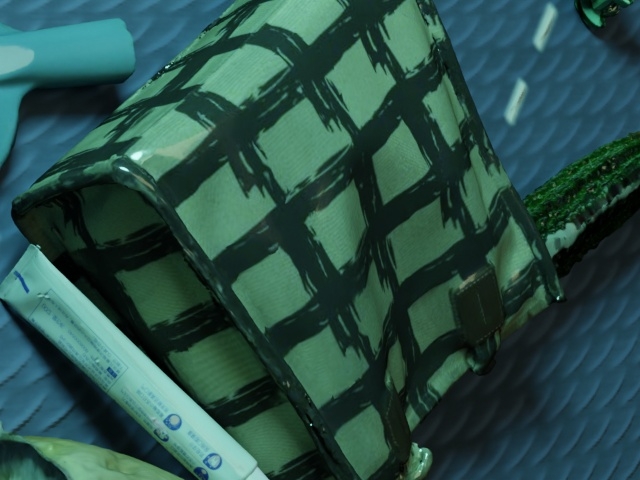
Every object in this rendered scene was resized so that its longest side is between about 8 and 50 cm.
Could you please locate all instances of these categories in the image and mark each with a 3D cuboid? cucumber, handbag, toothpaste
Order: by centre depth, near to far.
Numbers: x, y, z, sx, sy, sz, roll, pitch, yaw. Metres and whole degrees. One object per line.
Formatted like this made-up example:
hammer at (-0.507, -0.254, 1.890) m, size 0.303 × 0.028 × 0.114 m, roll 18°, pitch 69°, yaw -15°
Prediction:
toothpaste at (-0.114, 0.091, 1.201) m, size 0.218 × 0.052 × 0.033 m, roll 43°, pitch 35°, yaw 1°
handbag at (0.000, 0.000, 1.307) m, size 0.325 × 0.162 × 0.327 m, roll -47°, pitch 112°, yaw -39°
cucumber at (0.200, -0.018, 1.547) m, size 0.265 × 0.077 × 0.077 m, roll -35°, pitch 98°, yaw -45°

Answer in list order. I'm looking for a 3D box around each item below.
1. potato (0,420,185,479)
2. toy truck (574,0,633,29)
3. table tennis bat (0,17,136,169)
potato at (-0.059, 0.211, 1.151) m, size 0.264 × 0.189 × 0.211 m, roll 10°, pitch 68°, yaw -39°
toy truck at (0.227, -0.265, 1.664) m, size 0.078 × 0.080 × 0.154 m, roll -8°, pitch 79°, yaw -21°
table tennis bat at (-0.259, -0.106, 1.198) m, size 0.329 × 0.044 × 0.215 m, roll -11°, pitch 81°, yaw -41°
